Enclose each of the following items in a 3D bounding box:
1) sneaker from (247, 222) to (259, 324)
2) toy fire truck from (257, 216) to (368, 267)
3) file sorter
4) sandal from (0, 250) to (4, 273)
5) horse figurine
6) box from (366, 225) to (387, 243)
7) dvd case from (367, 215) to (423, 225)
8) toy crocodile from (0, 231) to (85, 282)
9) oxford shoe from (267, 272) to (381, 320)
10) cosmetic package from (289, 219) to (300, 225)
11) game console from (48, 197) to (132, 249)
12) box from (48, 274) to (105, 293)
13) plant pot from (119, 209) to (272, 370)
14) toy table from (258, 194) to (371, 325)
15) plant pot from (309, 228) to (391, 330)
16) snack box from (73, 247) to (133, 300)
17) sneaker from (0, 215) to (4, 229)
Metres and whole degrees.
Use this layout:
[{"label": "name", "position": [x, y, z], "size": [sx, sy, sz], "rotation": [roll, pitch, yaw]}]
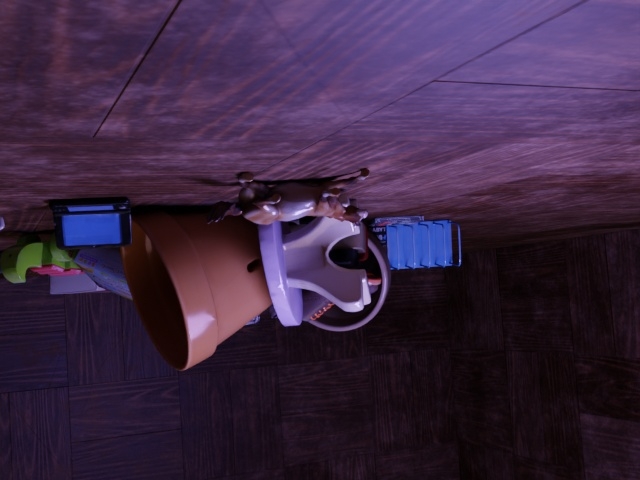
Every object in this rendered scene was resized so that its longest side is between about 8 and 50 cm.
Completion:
[{"label": "sneaker", "position": [-0.159, 0.092, 1.802], "size": [0.101, 0.153, 0.269], "rotation": [17, 122, -29]}, {"label": "toy fire truck", "position": [0.000, 0.000, 1.700], "size": [0.217, 0.159, 0.246], "rotation": [-5, 166, 13]}, {"label": "file sorter", "position": [0.261, 0.013, 2.043], "size": [0.170, 0.118, 0.104], "rotation": [-3, -176, -8]}, {"label": "sandal", "position": [-0.777, 0.043, 2.121], "size": [0.254, 0.054, 0.097], "rotation": [-15, 180, 15]}, {"label": "horse figurine", "position": [-0.043, -0.059, 1.196], "size": [0.263, 0.066, 0.174], "rotation": [-5, 171, -14]}, {"label": "box", "position": [0.192, -0.013, 2.176], "size": [0.220, 0.051, 0.175], "rotation": [-4, 176, -7]}, {"label": "dvd case", "position": [0.180, -0.047, 1.962], "size": [0.119, 0.013, 0.087], "rotation": [-2, 176, -9]}, {"label": "toy crocodile", "position": [-0.556, 0.037, 1.769], "size": [0.115, 0.105, 0.340], "rotation": [-5, 176, 17]}, {"label": "oxford shoe", "position": [0.005, 0.110, 1.625], "size": [0.271, 0.098, 0.097], "rotation": [-6, 177, 37]}, {"label": "cosmetic package", "position": [-0.055, -0.016, 1.841], "size": [0.115, 0.060, 0.041], "rotation": [-5, 176, 39]}, {"label": "game console", "position": [-0.364, -0.026, 1.295], "size": [0.122, 0.071, 0.107], "rotation": [-4, 176, -13]}, {"label": "box", "position": [-0.568, 0.071, 2.086], "size": [0.148, 0.127, 0.232], "rotation": [-5, 176, 21]}, {"label": "plant pot", "position": [-0.217, 0.067, 1.485], "size": [0.203, 0.291, 0.291], "rotation": [-20, -176, -28]}, {"label": "toy table", "position": [-0.006, 0.032, 1.442], "size": [0.160, 0.252, 0.274], "rotation": [-7, 145, 8]}, {"label": "plant pot", "position": [0.058, 0.058, 1.977], "size": [0.263, 0.263, 0.229], "rotation": [-5, -165, 18]}, {"label": "snack box", "position": [-0.411, 0.077, 1.732], "size": [0.174, 0.070, 0.207], "rotation": [21, 162, 7]}, {"label": "sneaker", "position": [-0.555, -0.026, 1.207], "size": [0.083, 0.070, 0.185], "rotation": [-14, 180, 14]}]
